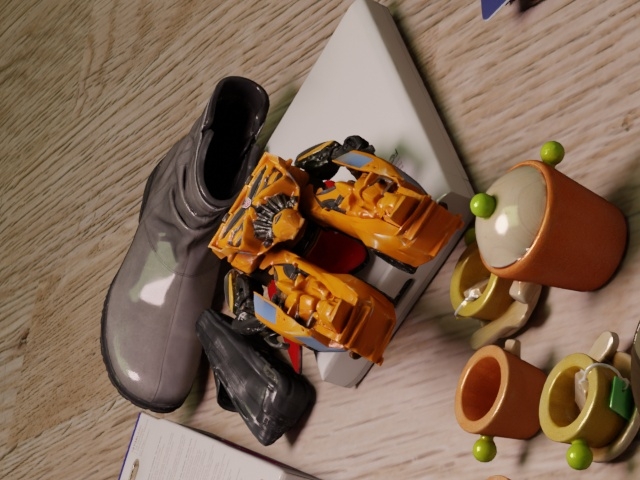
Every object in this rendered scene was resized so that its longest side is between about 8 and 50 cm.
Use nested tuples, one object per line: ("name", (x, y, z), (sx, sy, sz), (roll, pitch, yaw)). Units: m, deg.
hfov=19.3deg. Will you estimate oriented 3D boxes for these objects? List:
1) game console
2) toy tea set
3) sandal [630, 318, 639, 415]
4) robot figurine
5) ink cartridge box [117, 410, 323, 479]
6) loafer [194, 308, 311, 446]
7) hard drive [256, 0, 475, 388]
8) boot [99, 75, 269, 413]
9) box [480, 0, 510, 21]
("game console", (-0.004, 0.033, 1.797), (0.124, 0.085, 0.144), (-32, 36, 7))
("toy tea set", (0.144, 0.090, 1.448), (0.200, 0.124, 0.336), (-44, 36, 42))
("sandal", (0.285, 0.113, 1.245), (0.219, 0.060, 0.090), (33, 109, 49))
("robot figurine", (0.000, 0.000, 1.649), (0.211, 0.085, 0.291), (-59, 31, -4))
("ink cartridge box", (-0.118, 0.287, 1.889), (0.371, 0.069, 0.176), (10, 82, 61))
("loafer", (-0.082, 0.135, 1.908), (0.078, 0.076, 0.223), (-59, 31, 6))
("hard drive", (0.036, -0.055, 1.846), (0.233, 0.047, 0.353), (-57, 30, 26))
("boot", (-0.145, -0.001, 2.037), (0.223, 0.118, 0.338), (132, 146, -57))
("box", (0.193, -0.314, 1.728), (0.136, 0.036, 0.225), (-43, 36, 44))
